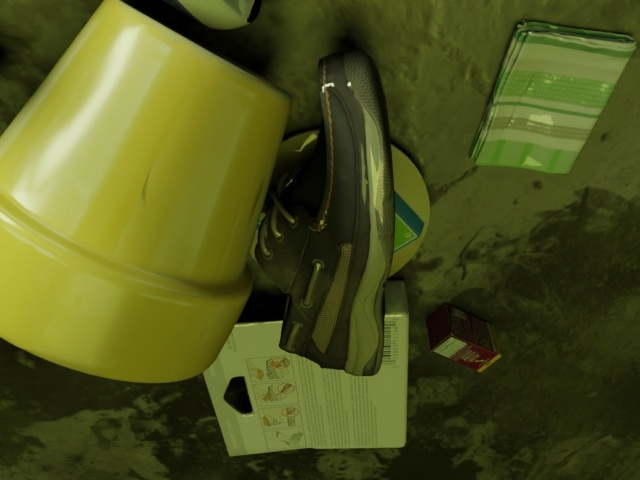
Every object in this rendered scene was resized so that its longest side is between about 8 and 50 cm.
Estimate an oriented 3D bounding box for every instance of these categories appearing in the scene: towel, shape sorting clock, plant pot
[{"bbox_3d":[0.218,-0.129,0.625,0.113,0.023,0.152,7,132,-5],"label":"towel"},{"bbox_3d":[0.014,-0.027,0.704,0.206,0.040,0.206,1,127,2],"label":"shape sorting clock"},{"bbox_3d":[-0.148,-0.053,0.543,0.254,0.254,0.239,25,101,-21],"label":"plant pot"}]

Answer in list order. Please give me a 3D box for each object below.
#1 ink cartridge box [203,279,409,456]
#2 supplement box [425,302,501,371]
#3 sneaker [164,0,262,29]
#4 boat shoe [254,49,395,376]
[{"bbox_3d":[-0.015,0.181,0.878,0.261,0.066,0.296,-3,132,3],"label":"ink cartridge box"},{"bbox_3d":[0.182,0.125,0.835,0.083,0.055,0.043,26,128,-21],"label":"supplement box"},{"bbox_3d":[-0.209,-0.264,0.454,0.236,0.130,0.323,-3,150,28],"label":"sneaker"},{"bbox_3d":[0.000,0.000,0.618,0.130,0.132,0.355,0,126,2],"label":"boat shoe"}]
